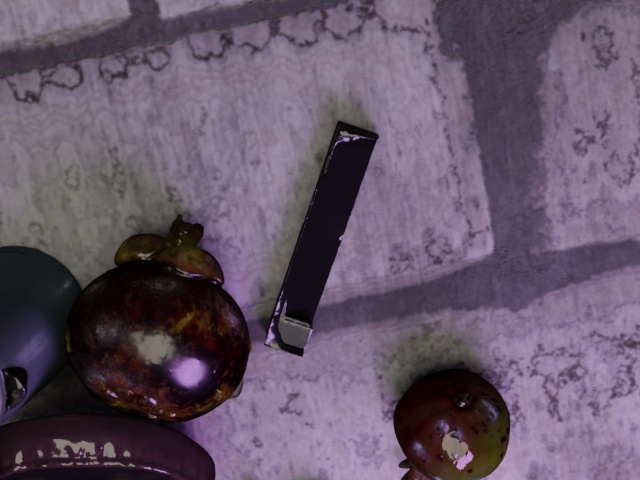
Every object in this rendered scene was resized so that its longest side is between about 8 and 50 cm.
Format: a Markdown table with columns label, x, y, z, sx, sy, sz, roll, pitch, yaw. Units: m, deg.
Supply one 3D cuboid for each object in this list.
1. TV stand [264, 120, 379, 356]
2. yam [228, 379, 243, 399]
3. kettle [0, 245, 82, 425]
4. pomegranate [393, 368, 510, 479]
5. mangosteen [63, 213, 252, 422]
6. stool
| label | x | y | z | sx | sy | sz | roll | pitch | yaw |
| --- | --- | --- | --- | --- | --- | --- | --- | --- | --- |
| TV stand | 0.000 | 0.000 | 1.132 | 0.048 | 0.040 | 0.257 | 19 | 104 | -3 |
| yam | -0.137 | 0.165 | 1.178 | 0.094 | 0.043 | 0.043 | -11 | 104 | 6 |
| kettle | -0.373 | 0.110 | 1.068 | 0.210 | 0.243 | 0.160 | 6 | 105 | 1 |
| pomegranate | 0.135 | 0.210 | 1.155 | 0.129 | 0.129 | 0.159 | 42 | 145 | -9 |
| mangosteen | -0.163 | 0.080 | 1.098 | 0.192 | 0.192 | 0.217 | 15 | 63 | -3 |
| stool | -0.245 | 0.311 | 1.091 | 0.272 | 0.179 | 0.272 | -2 | 146 | -1 |
